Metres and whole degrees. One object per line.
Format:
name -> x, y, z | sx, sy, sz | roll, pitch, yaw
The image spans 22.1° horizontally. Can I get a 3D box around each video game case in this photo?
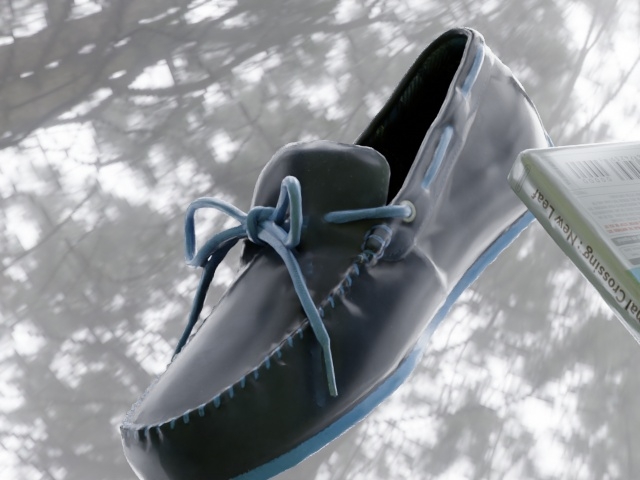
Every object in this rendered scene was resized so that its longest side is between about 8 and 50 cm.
video game case -> 0.217, 0.019, 0.739 | 0.193, 0.212, 0.023 | 55, -42, 37

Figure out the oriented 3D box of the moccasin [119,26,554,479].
moccasin -> 0.000, 0.000, 0.842 | 0.137, 0.342, 0.117 | -10, -66, 37
